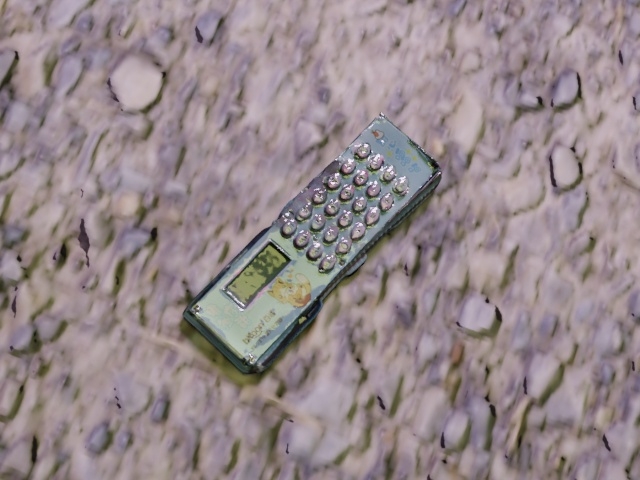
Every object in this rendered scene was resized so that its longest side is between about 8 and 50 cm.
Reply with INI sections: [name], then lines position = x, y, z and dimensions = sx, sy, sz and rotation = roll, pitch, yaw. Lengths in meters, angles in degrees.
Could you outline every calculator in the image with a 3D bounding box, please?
[calculator]
position = 0.000, 0.000, 0.843
dimensions = 0.057, 0.018, 0.172
rotation = 42, 69, 6
